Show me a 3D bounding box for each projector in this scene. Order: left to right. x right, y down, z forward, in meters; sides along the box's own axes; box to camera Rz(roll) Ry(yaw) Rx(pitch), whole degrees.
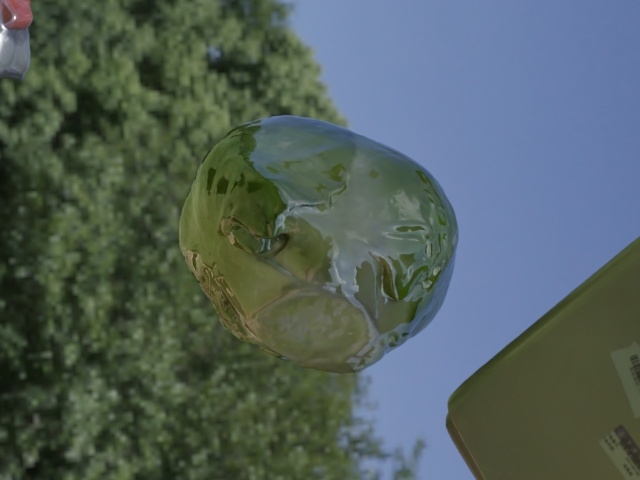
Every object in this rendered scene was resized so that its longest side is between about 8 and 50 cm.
[{"bbox_3d":[0.202,0.126,0.655,0.193,0.088,0.269,-44,-107,28],"label":"projector"}]

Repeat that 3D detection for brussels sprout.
[{"bbox_3d":[0.000,0.003,0.750,0.155,0.155,0.117,-108,-146,-42],"label":"brussels sprout"}]

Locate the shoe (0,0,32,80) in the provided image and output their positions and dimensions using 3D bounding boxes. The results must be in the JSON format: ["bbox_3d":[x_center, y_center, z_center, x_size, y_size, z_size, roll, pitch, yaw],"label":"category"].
[{"bbox_3d":[-0.204,-0.116,0.568,0.099,0.227,0.112,-33,122,-79],"label":"shoe"}]
